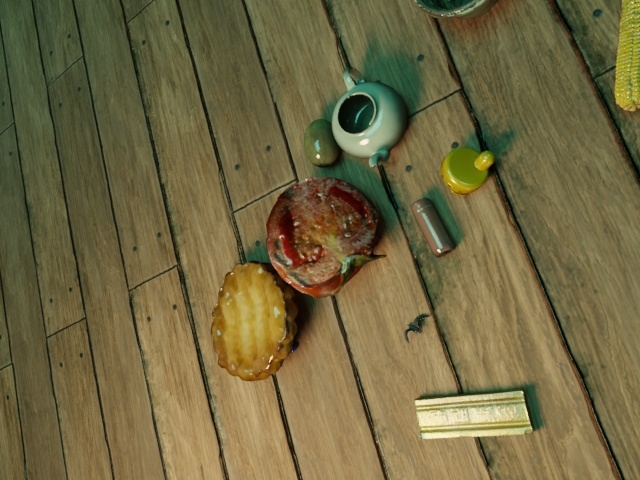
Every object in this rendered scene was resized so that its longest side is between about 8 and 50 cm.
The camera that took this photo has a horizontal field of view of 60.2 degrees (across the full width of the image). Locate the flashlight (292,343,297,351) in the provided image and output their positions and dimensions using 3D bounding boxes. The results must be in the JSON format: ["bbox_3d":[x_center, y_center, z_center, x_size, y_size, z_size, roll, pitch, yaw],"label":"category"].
[{"bbox_3d":[-0.094,0.242,1.502,0.057,0.035,0.121,-6,77,7],"label":"flashlight"}]

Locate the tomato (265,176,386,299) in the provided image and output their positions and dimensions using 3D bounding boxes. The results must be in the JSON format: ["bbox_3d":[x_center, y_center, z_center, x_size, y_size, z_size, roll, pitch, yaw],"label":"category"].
[{"bbox_3d":[0.003,0.005,1.389,0.309,0.170,0.308,-3,59,4],"label":"tomato"}]

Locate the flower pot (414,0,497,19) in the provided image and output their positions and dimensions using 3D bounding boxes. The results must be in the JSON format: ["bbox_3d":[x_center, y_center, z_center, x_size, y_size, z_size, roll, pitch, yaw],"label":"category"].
[{"bbox_3d":[0.330,-0.597,1.257,0.236,0.141,0.235,-5,81,33],"label":"flower pot"}]

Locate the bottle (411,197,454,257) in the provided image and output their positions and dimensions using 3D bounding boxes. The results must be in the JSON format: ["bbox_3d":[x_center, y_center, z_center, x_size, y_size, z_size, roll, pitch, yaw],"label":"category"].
[{"bbox_3d":[0.261,-0.031,1.293,0.053,0.053,0.140,-32,70,26],"label":"bottle"}]

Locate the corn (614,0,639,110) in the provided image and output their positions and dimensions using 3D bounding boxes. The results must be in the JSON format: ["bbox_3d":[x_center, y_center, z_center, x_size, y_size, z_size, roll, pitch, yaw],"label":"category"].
[{"bbox_3d":[0.627,-0.375,1.074,0.093,0.093,0.243,3,87,33],"label":"corn"}]

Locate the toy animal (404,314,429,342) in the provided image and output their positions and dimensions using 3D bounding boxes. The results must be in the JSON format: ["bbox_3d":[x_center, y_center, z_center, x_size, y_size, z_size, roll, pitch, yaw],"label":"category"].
[{"bbox_3d":[0.222,0.208,1.307,0.028,0.050,0.084,44,70,-3],"label":"toy animal"}]

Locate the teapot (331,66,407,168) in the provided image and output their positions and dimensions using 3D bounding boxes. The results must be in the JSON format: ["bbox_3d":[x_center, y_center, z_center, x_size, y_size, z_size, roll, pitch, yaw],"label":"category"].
[{"bbox_3d":[0.115,-0.301,1.368,0.193,0.129,0.294,-24,73,27],"label":"teapot"}]

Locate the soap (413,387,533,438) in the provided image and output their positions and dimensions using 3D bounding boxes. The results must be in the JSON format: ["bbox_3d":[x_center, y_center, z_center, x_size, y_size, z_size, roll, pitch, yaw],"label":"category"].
[{"bbox_3d":[0.332,0.384,1.216,0.252,0.037,0.092,-15,79,30],"label":"soap"}]

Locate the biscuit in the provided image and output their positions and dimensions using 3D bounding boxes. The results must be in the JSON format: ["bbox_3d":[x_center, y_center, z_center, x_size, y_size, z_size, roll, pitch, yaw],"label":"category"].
[{"bbox_3d":[-0.173,0.215,1.488,0.326,0.107,0.325,-9,78,45],"label":"biscuit"}]

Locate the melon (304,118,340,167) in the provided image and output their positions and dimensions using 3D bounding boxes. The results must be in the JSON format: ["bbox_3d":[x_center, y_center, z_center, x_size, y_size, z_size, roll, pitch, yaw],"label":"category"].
[{"bbox_3d":[0.004,-0.255,1.453,0.098,0.098,0.130,-11,72,31],"label":"melon"}]

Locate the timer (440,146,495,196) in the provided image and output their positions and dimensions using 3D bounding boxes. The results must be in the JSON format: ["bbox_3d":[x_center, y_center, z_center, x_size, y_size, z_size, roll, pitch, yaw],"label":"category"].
[{"bbox_3d":[0.326,-0.161,1.233,0.107,0.109,0.107,3,72,-8],"label":"timer"}]
